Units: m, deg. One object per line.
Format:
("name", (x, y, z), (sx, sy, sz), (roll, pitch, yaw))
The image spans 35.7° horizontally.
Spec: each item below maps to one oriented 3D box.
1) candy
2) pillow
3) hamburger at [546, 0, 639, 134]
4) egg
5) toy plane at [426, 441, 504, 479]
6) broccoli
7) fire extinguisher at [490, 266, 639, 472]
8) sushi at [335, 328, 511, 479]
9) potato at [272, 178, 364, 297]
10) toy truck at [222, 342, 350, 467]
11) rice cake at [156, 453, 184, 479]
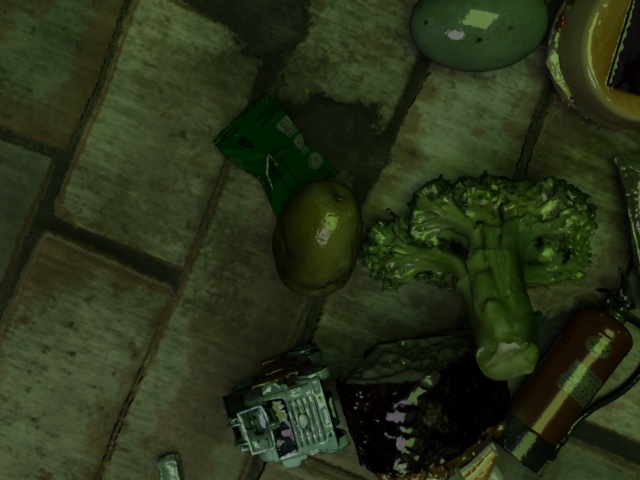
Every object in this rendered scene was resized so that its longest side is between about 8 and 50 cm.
("candy", (-0.075, -0.138, 1.705), (0.141, 0.078, 0.203), (-43, 101, -2))
("pillow", (0.625, -0.014, 1.768), (0.184, 0.075, 0.303), (-10, 90, -18))
("hamburger", (0.538, -0.331, 1.706), (0.301, 0.170, 0.302), (-1, 97, -8))
("egg", (0.267, -0.369, 1.676), (0.236, 0.169, 0.169), (-1, 93, -5))
("toy plane", (0.205, 0.430, 1.740), (0.244, 0.117, 0.245), (0, 92, -6))
("broccoli", (0.311, 0.042, 1.606), (0.353, 0.397, 0.275), (-44, 121, -6))
("fire extinguisher", (0.464, 0.240, 1.775), (0.376, 0.113, 0.200), (-54, 139, 1))
("sushi", (0.166, 0.261, 1.616), (0.348, 0.234, 0.208), (-18, 99, -47))
("potato", (0.000, 0.000, 1.629), (0.143, 0.248, 0.169), (-17, 64, -23))
("toy truck", (-0.065, 0.271, 1.593), (0.184, 0.338, 0.133), (-16, 94, -4))
("rice cake", (-0.251, 0.475, 1.739), (0.043, 0.034, 0.211), (-7, 94, 4))
